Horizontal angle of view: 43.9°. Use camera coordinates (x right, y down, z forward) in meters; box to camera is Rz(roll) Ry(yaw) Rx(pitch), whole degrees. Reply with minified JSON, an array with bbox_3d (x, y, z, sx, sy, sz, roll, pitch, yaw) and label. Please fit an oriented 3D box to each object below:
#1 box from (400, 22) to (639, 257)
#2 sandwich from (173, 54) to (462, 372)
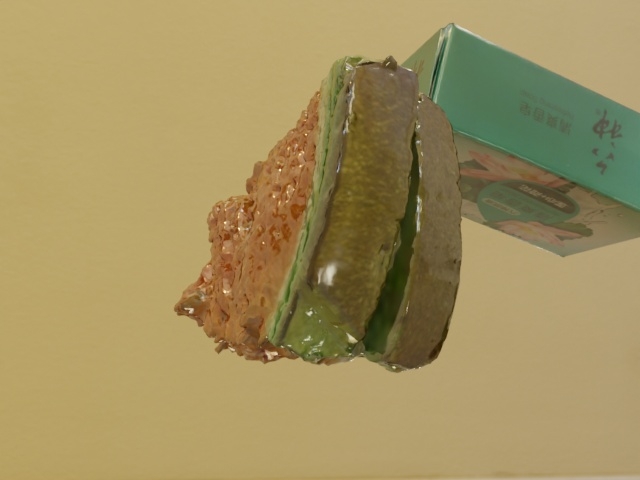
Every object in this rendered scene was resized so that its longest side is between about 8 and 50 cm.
[{"bbox_3d":[0.171,-0.076,0.701,0.153,0.245,0.092,151,137,-68],"label":"box"},{"bbox_3d":[0.003,-0.009,0.503,0.160,0.109,0.184,0,75,52],"label":"sandwich"}]
